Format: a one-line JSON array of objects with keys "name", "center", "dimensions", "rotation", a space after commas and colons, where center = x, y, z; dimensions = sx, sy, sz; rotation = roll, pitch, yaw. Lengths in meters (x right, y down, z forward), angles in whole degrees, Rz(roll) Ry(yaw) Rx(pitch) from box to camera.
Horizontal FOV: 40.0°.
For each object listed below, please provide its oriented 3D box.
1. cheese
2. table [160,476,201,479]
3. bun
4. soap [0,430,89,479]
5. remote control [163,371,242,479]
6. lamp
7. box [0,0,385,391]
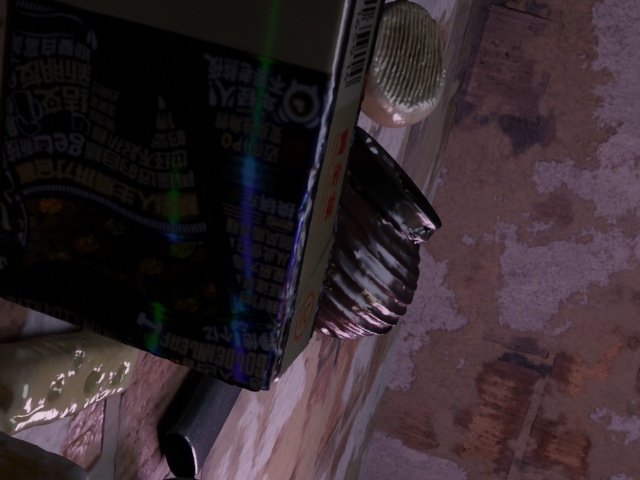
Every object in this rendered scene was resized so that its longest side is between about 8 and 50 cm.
[{"name": "cheese", "center": [-0.189, 0.099, 0.649], "dimensions": [0.194, 0.043, 0.065], "rotation": [-2, 114, -79]}, {"name": "table", "center": [-0.155, 0.377, 0.965], "dimensions": [0.126, 0.126, 0.220], "rotation": [-59, 161, -47]}, {"name": "bun", "center": [0.095, -0.246, 1.230], "dimensions": [0.166, 0.113, 0.173], "rotation": [50, 60, -26]}, {"name": "soap", "center": [-0.196, 0.200, 0.520], "dimensions": [0.232, 0.140, 0.073], "rotation": [94, 18, -44]}, {"name": "remote control", "center": [-0.089, 0.113, 1.083], "dimensions": [0.107, 0.044, 0.378], "rotation": [87, 23, -45]}, {"name": "lamp", "center": [0.000, 0.000, 0.922], "dimensions": [0.247, 0.247, 0.247], "rotation": [17, 90, -77]}, {"name": "box", "center": [-0.077, -0.087, 0.516], "dimensions": [0.084, 0.198, 0.310], "rotation": [-45, 150, -66]}]
